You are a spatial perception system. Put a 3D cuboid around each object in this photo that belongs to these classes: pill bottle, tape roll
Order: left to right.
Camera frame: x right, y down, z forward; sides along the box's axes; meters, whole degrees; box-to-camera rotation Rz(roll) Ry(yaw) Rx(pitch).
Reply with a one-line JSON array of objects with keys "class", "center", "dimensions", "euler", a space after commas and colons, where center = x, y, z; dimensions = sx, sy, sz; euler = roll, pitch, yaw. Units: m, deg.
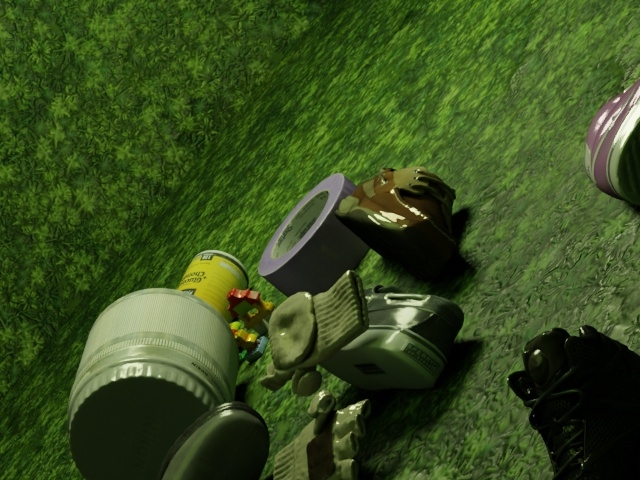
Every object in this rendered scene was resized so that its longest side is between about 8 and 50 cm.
[{"class": "pill bottle", "center": [-0.187, 0.109, 2.495], "dimensions": [0.103, 0.103, 0.184], "euler": [-38, 19, 40]}, {"class": "tape roll", "center": [0.000, 0.000, 2.250], "dimensions": [0.189, 0.080, 0.189], "euler": [-47, 14, 16]}]

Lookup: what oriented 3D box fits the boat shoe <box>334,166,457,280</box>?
[{"class": "boat shoe", "center": [0.105, -0.040, 1.961], "dimensions": [0.120, 0.122, 0.324], "euler": [-48, 15, -2]}]

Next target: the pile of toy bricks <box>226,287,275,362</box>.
[{"class": "pile of toy bricks", "center": [-0.167, 0.153, 2.322], "dimensions": [0.212, 0.105, 0.118], "euler": [-38, 19, 40]}]

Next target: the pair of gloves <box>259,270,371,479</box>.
[{"class": "pair of gloves", "center": [-0.010, 0.167, 1.716], "dimensions": [0.204, 0.042, 0.240], "euler": [-30, 58, 55]}]

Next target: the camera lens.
[{"class": "camera lens", "center": [-0.226, 0.207, 2.139], "dimensions": [0.219, 0.219, 0.274], "euler": [-46, 15, 17]}]

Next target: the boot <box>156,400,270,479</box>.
[{"class": "boot", "center": [-0.149, 0.364, 1.805], "dimensions": [0.338, 0.118, 0.223], "euler": [-57, 21, 5]}]

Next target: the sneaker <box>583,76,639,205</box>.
[{"class": "sneaker", "center": [0.357, -0.167, 1.561], "dimensions": [0.282, 0.102, 0.161], "euler": [-51, 12, 1]}]

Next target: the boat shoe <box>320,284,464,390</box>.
[{"class": "boat shoe", "center": [0.062, 0.100, 1.774], "dimensions": [0.102, 0.108, 0.301], "euler": [-56, 18, -17]}]

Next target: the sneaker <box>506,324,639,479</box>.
[{"class": "sneaker", "center": [0.194, 0.155, 1.208], "dimensions": [0.087, 0.130, 0.227], "euler": [-38, 21, 46]}]
